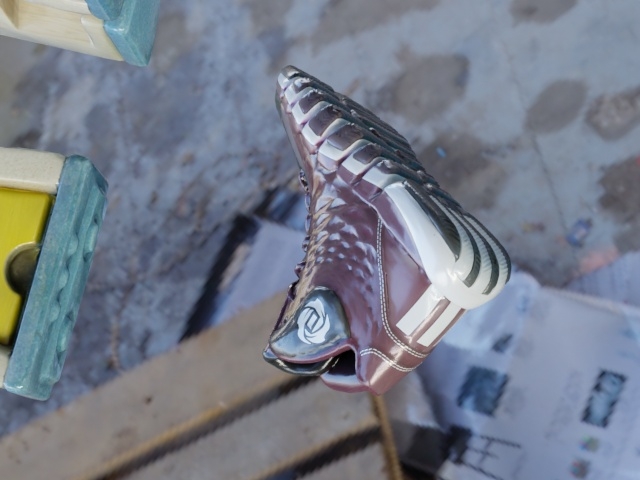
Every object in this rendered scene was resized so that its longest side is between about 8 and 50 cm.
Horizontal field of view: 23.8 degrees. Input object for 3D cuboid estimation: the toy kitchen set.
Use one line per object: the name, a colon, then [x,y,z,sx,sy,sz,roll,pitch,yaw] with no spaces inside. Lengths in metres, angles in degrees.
toy kitchen set: [-0.085,-0.042,0.443,0.122,0.207,0.166,13,80,7]

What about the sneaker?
sneaker: [0.000,0.000,1.017,0.162,0.106,0.281,-53,35,12]
